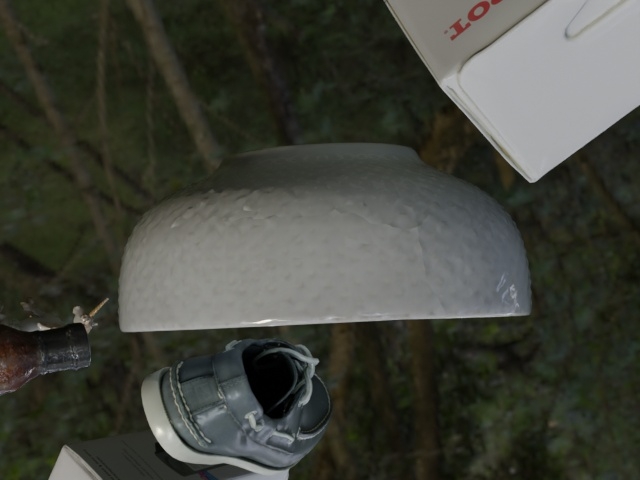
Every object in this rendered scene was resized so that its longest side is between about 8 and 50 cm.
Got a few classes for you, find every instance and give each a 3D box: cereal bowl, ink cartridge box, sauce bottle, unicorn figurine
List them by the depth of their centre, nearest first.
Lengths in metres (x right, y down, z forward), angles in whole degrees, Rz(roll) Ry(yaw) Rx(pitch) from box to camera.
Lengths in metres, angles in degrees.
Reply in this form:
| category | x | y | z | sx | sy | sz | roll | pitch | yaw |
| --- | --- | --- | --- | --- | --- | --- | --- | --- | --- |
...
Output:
| category | x | y | z | sx | sy | sz | roll | pitch | yaw |
| --- | --- | --- | --- | --- | --- | --- | --- | --- | --- |
| sauce bottle | -0.188 | 0.068 | 0.717 | 0.128 | 0.042 | 0.042 | -6 | 173 | -22 |
| ink cartridge box | 0.143 | -0.208 | 0.898 | 0.211 | 0.289 | 0.121 | -37 | 131 | 13 |
| cereal bowl | 0.000 | 0.000 | 1.090 | 0.338 | 0.141 | 0.339 | -3 | 176 | 0 |
| ink cartridge box | -0.211 | 0.355 | 1.671 | 0.306 | 0.131 | 0.226 | -2 | 123 | -54 |
| unicorn figurine | -0.367 | 0.108 | 1.730 | 0.162 | 0.060 | 0.111 | -24 | -145 | -30 |

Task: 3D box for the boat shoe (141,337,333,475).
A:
| category | x | y | z | sx | sy | sz | roll | pitch | yaw |
| --- | --- | --- | --- | --- | --- | --- | --- | --- | --- |
| boat shoe | -0.045 | 0.146 | 1.235 | 0.099 | 0.116 | 0.319 | -28 | 164 | 18 |
